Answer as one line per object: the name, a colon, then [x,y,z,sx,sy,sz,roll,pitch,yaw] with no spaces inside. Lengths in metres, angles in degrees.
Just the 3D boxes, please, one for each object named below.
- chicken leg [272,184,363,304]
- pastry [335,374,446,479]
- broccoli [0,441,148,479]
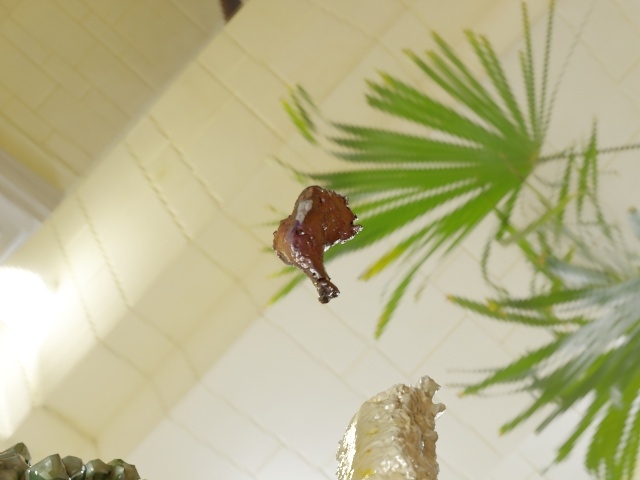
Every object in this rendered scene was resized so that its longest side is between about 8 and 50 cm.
chicken leg: [-0.006,-0.002,1.247,0.093,0.053,0.205,14,-141,6]
pastry: [0.065,0.221,1.106,0.089,0.121,0.258,29,-164,-3]
broccoli: [-0.166,0.233,0.405,0.334,0.272,0.324,45,-157,-10]
